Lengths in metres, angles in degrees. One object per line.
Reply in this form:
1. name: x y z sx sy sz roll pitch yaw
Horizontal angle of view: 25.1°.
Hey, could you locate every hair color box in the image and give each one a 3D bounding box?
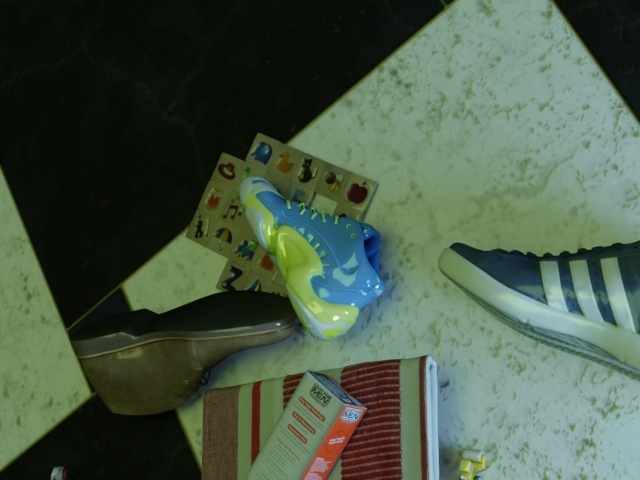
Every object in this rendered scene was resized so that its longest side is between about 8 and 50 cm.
1. hair color box: -0.016 0.221 1.561 0.072 0.043 0.141 39 104 40

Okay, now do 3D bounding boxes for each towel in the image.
1. towel: -0.004 0.262 1.592 0.329 0.037 0.237 -13 70 37

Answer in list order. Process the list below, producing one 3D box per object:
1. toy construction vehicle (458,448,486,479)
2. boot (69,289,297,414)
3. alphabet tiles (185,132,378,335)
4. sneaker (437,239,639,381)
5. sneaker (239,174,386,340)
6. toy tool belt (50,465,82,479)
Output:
1. toy construction vehicle: 0.134 0.266 1.519 0.086 0.035 0.098 7 81 35
2. boot: -0.151 0.136 1.725 0.305 0.112 0.115 -12 104 28
3. alphabet tiles: -0.060 -0.017 1.746 0.237 0.009 0.198 25 92 36
4. sneaker: 0.287 0.045 1.435 0.350 0.131 0.148 23 83 30
5. sneaker: 0.000 0.000 1.657 0.126 0.091 0.240 -30 60 2
6. toy tool belt: -0.311 0.325 1.799 0.051 0.052 0.083 0 78 2
